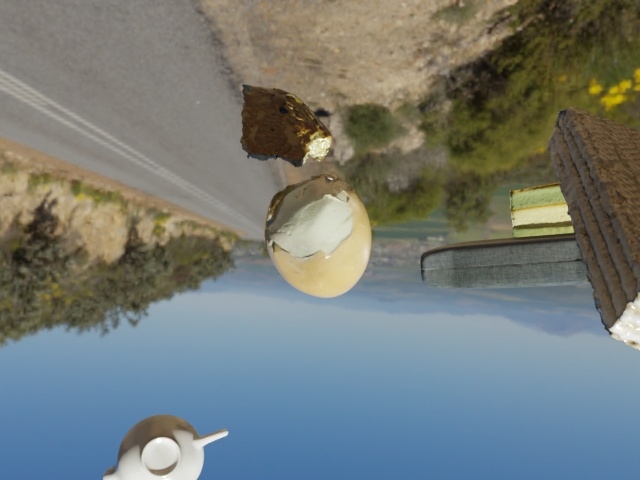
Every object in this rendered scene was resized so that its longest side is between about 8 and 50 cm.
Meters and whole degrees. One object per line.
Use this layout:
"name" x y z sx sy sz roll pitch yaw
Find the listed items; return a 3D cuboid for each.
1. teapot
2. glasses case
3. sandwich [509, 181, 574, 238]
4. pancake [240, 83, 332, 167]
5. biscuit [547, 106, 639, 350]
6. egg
"teapot" -0.267 0.373 1.282 0.226 0.145 0.092 -15 170 -18
"glasses case" 0.315 0.032 1.125 0.323 0.074 0.131 -5 -178 39
"sandwich" 0.423 -0.046 1.230 0.187 0.117 0.144 -5 178 6
"pancake" -0.083 -0.268 1.718 0.212 0.257 0.056 2 148 -11
"biscuit" 0.332 -0.027 0.782 0.144 0.078 0.426 23 -150 -4
"egg" 0.000 0.000 1.404 0.201 0.244 0.201 -11 -145 8
